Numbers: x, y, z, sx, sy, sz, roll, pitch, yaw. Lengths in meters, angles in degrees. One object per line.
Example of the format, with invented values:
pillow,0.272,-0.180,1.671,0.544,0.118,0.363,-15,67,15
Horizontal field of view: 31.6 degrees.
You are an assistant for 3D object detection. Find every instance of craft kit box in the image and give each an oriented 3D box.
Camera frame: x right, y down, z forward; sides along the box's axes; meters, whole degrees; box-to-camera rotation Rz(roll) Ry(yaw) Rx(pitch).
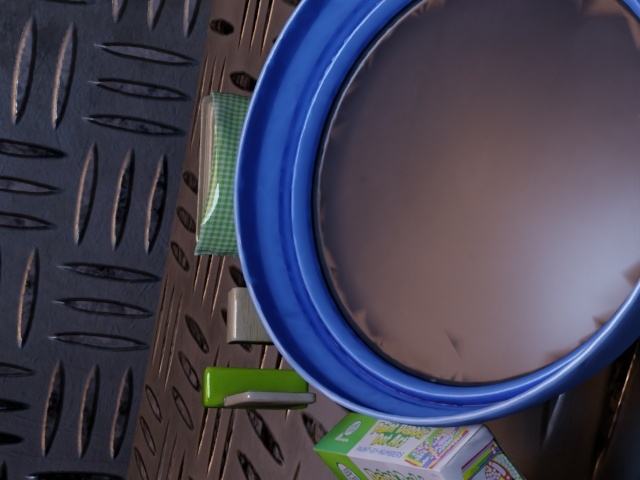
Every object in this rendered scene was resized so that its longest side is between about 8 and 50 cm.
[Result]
craft kit box,0.128,0.248,0.908,0.246,0.061,0.250,54,159,-7

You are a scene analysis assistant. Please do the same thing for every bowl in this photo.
bowl,0.099,-0.057,0.838,0.391,0.077,0.390,-10,74,39

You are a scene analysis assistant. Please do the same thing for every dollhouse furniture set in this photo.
dollhouse furniture set,0.000,0.000,1.009,0.151,0.198,0.301,154,119,-68
